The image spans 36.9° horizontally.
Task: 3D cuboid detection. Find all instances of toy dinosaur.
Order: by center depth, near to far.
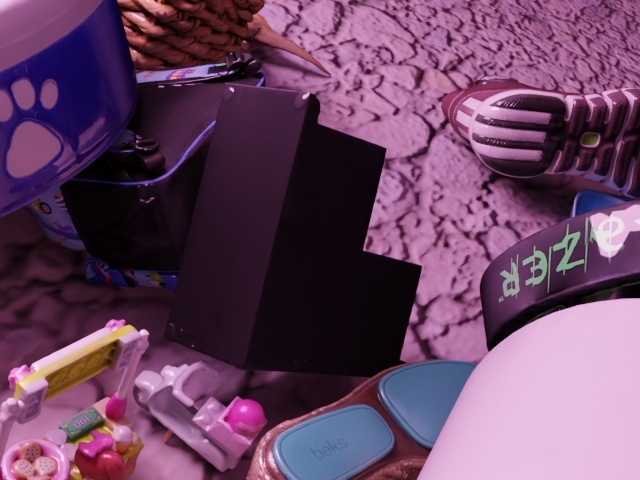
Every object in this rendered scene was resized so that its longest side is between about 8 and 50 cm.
[{"bbox_3d":[-0.070,-0.202,0.931,0.183,0.053,0.092,23,35,-5],"label":"toy dinosaur"}]

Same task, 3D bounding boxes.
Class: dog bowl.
[{"bbox_3d":[-0.245,-0.102,0.559,0.265,0.104,0.265,-8,34,5],"label":"dog bowl"}]

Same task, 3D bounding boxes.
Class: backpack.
[{"bbox_3d":[-0.127,-0.046,0.648,0.173,0.117,0.158,3,36,28],"label":"backpack"}]

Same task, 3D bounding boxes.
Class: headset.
[{"bbox_3d":[0.286,0.083,0.684,0.394,0.243,0.185,18,59,-41],"label":"headset"}]

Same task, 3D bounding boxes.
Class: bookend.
[{"bbox_3d":[0.000,0.000,0.597,0.072,0.157,0.156,15,2,42],"label":"bookend"}]

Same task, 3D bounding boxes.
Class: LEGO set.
[{"bbox_3d":[-0.122,0.135,0.442,0.132,0.107,0.287,27,36,1],"label":"LEGO set"}]

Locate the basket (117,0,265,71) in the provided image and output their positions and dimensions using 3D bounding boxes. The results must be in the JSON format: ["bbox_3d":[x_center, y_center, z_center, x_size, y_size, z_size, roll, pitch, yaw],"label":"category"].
[{"bbox_3d":[-0.190,-0.254,0.778,0.299,0.223,0.213,31,37,7],"label":"basket"}]

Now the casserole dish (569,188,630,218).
[{"bbox_3d":[0.275,0.021,0.885,0.114,0.037,0.188,26,36,-1],"label":"casserole dish"}]

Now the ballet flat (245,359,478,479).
[{"bbox_3d":[0.033,0.123,0.585,0.206,0.067,0.073,-8,53,-41],"label":"ballet flat"}]

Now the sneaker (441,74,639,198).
[{"bbox_3d":[0.249,-0.121,0.964,0.281,0.106,0.162,7,19,-24],"label":"sneaker"}]

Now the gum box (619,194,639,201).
[{"bbox_3d":[0.424,0.002,0.996,0.184,0.041,0.157,3,43,-30],"label":"gum box"}]

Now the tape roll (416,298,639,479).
[{"bbox_3d":[0.154,0.172,0.454,0.246,0.246,0.169,32,36,8],"label":"tape roll"}]
